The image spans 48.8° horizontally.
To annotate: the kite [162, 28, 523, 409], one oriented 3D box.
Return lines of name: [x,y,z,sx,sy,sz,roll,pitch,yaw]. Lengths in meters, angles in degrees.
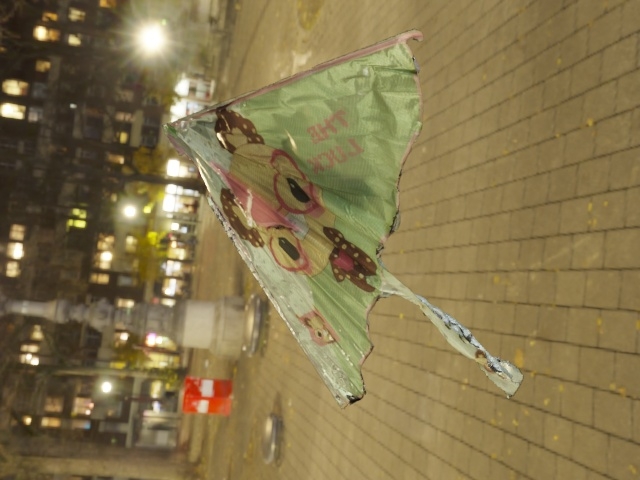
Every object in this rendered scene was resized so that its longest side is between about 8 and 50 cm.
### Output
kite: [0.000,0.000,0.403,0.013,0.267,0.323,-40,-28,-29]
